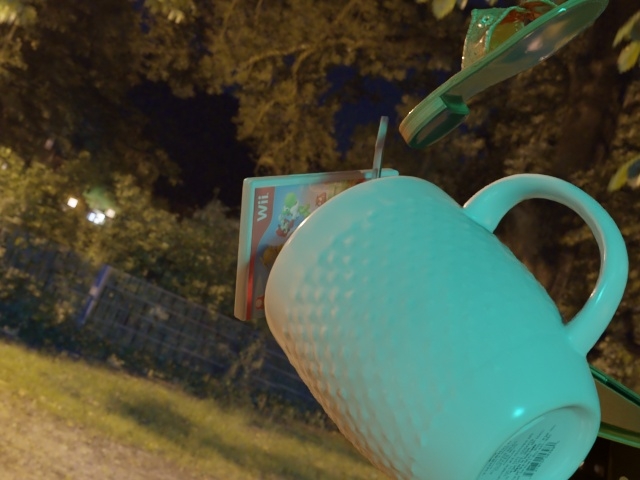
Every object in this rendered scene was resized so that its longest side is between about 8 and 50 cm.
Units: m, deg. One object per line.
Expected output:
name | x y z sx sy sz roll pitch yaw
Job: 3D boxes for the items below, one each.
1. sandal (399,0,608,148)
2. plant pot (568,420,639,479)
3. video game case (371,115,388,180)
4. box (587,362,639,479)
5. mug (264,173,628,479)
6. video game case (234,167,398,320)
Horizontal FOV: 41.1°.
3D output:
sandal | 0.164 -0.196 0.865 0.088 0.240 0.079 7 50 -59
plant pot | 0.355 0.317 1.025 0.187 0.212 0.212 2 3 -38
video game case | 0.079 -0.098 1.184 0.011 0.122 0.087 9 38 4
box | 0.400 0.272 1.260 0.164 0.021 0.201 33 -40 33
mug | 0.162 0.091 0.930 0.276 0.374 0.328 33 12 -45
video game case | 0.000 0.000 1.274 0.285 0.204 0.025 -8 20 -40
